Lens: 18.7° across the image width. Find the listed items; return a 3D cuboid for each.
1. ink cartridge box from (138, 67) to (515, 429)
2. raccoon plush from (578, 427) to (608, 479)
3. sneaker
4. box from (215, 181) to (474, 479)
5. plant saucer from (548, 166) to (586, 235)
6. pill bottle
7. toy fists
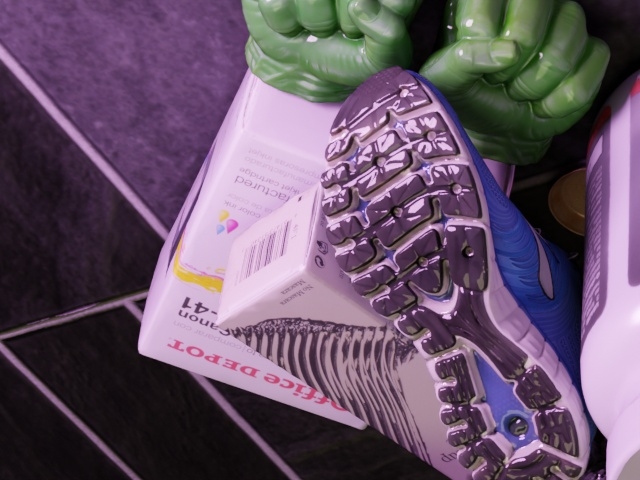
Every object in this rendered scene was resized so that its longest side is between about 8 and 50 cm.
[{"bbox_3d":[0.000,0.000,1.624,0.226,0.131,0.306,20,136,-8],"label":"ink cartridge box"},{"bbox_3d":[0.133,0.289,1.636,0.299,0.446,0.216,-6,93,0],"label":"raccoon plush"},{"bbox_3d":[0.111,0.025,1.444,0.130,0.147,0.330,-21,97,27],"label":"sneaker"},{"bbox_3d":[0.058,0.078,1.527,0.275,0.094,0.113,34,134,-25],"label":"box"},{"bbox_3d":[0.230,-0.035,1.603,0.083,0.015,0.083,8,139,7],"label":"plant saucer"},{"bbox_3d":[0.292,0.046,1.399,0.210,0.363,0.210,5,135,5],"label":"pill bottle"},{"bbox_3d":[0.076,-0.150,1.463,0.279,0.096,0.142,19,137,-2],"label":"toy fists"}]
